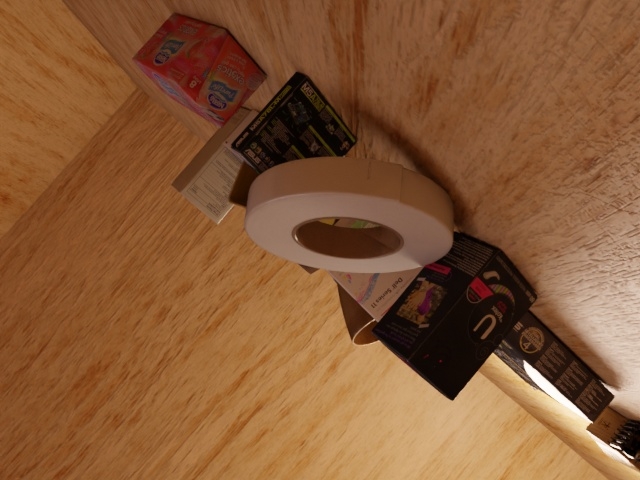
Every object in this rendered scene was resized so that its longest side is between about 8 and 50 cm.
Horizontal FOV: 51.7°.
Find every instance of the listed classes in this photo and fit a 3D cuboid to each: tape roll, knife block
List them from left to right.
[{"bbox_3d":[0.053,-0.033,1.222,0.391,0.072,0.392,6,159,2],"label":"tape roll"},{"bbox_3d":[0.821,0.543,1.695,0.275,0.088,0.242,45,174,-40],"label":"knife block"}]

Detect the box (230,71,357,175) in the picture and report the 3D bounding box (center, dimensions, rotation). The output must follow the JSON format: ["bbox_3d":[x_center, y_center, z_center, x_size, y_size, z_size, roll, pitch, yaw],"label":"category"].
[{"bbox_3d":[-0.045,-0.182,1.235,0.045,0.184,0.190,34,173,46],"label":"box"}]

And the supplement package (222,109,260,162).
[{"bbox_3d":[-0.132,-0.224,1.846,0.134,0.139,0.244,38,176,45],"label":"supplement package"}]

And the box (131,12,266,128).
[{"bbox_3d":[-0.272,-0.376,1.442,0.142,0.154,0.300,44,175,-40],"label":"box"}]

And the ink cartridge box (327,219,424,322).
[{"bbox_3d":[0.166,0.088,1.791,0.353,0.207,0.119,45,-179,-18],"label":"ink cartridge box"}]

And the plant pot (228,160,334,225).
[{"bbox_3d":[-0.052,-0.137,1.547,0.212,0.212,0.187,20,178,44],"label":"plant pot"}]

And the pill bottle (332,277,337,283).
[{"bbox_3d":[0.203,0.154,2.429,0.334,0.188,0.188,36,174,46],"label":"pill bottle"}]

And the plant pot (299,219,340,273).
[{"bbox_3d":[0.000,0.000,2.357,0.215,0.230,0.215,40,176,4],"label":"plant pot"}]

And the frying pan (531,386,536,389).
[{"bbox_3d":[0.662,0.413,2.003,0.326,0.053,0.197,41,176,-35],"label":"frying pan"}]

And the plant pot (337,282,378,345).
[{"bbox_3d":[0.159,0.182,2.204,0.254,0.237,0.237,63,-173,27],"label":"plant pot"}]

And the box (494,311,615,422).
[{"bbox_3d":[0.483,0.251,1.633,0.395,0.097,0.318,42,178,-12],"label":"box"}]

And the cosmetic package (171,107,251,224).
[{"bbox_3d":[-0.270,-0.221,1.931,0.160,0.309,0.113,44,176,-31],"label":"cosmetic package"}]

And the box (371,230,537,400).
[{"bbox_3d":[0.262,0.145,1.294,0.165,0.270,0.143,42,176,-31],"label":"box"}]
